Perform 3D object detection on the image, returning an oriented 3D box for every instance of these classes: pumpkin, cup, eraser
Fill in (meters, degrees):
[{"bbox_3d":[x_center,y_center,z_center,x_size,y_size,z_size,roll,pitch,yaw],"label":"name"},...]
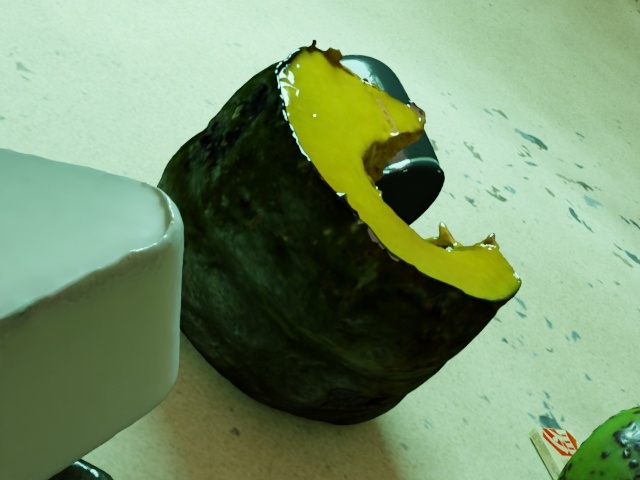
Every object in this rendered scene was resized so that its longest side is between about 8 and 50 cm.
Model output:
[{"bbox_3d":[0.000,0.000,1.053,0.256,0.225,0.303,8,41,-43],"label":"pumpkin"},{"bbox_3d":[0.010,-0.080,1.263,0.223,0.169,0.177,-24,69,-18],"label":"cup"},{"bbox_3d":[-0.270,0.066,0.672,0.331,0.150,0.331,6,33,-4],"label":"eraser"}]

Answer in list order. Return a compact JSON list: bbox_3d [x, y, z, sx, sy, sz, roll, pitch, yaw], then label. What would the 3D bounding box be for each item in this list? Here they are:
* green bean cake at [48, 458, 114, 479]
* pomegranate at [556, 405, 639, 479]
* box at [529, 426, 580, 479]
[{"bbox_3d":[-0.153,0.232,0.713,0.173,0.094,0.181,33,32,-7],"label":"green bean cake"},{"bbox_3d":[0.311,0.252,1.093,0.211,0.211,0.263,38,-4,1],"label":"pomegranate"},{"bbox_3d":[0.253,0.230,1.212,0.058,0.015,0.093,12,40,-39],"label":"box"}]
